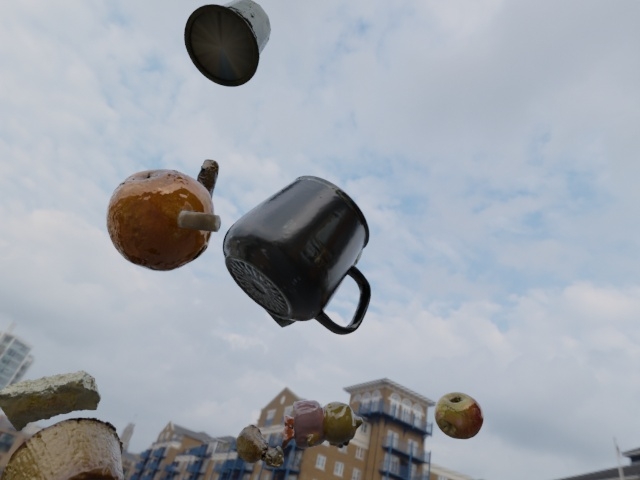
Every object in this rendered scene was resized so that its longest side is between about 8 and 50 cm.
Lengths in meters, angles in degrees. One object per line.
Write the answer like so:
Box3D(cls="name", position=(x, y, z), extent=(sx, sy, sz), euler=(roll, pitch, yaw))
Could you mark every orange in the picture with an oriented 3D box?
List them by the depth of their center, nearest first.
Box3D(cls="orange", position=(-0.372, -0.049, 0.987), extent=(0.246, 0.246, 0.246), euler=(10, -37, 8))

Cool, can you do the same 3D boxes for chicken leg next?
Box3D(cls="chicken leg", position=(-0.198, 0.678, 1.352), extent=(0.087, 0.107, 0.252), euler=(-9, -2, -36))

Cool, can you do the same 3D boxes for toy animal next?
Box3D(cls="toy animal", position=(0.008, 0.648, 1.474), extent=(0.282, 0.195, 0.168), euler=(5, -78, -1))

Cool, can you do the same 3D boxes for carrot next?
Box3D(cls="carrot", position=(-0.393, -0.165, 1.408), extent=(0.069, 0.228, 0.069), euler=(8, -15, 2))

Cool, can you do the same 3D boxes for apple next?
Box3D(cls="apple", position=(0.428, 0.544, 1.285), extent=(0.147, 0.146, 0.146), euler=(10, -37, 8))

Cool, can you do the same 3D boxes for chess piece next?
Box3D(cls="chess piece", position=(-0.238, -0.038, 0.819), extent=(0.084, 0.038, 0.083), euler=(9, -2, 0))

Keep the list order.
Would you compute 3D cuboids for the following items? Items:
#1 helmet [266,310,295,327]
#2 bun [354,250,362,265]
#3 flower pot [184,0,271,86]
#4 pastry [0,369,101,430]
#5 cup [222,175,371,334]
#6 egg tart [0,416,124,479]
Box3D(cls="helmet", position=(-0.111, 0.224, 1.514), extent=(0.107, 0.176, 0.153), euler=(-13, -48, 31))
Box3D(cls="bun", position=(0.000, 0.000, 1.453), extent=(0.294, 0.293, 0.187), euler=(-6, -36, 27))
Box3D(cls="flower pot", position=(-0.232, -0.570, 1.151), extent=(0.213, 0.202, 0.212), euler=(13, -40, 12))
Box3D(cls="pastry", position=(-0.670, 0.390, 1.041), extent=(0.259, 0.089, 0.121), euler=(-17, -58, 4))
Box3D(cls="cup", position=(-0.013, 0.027, 0.592), extent=(0.223, 0.176, 0.169), euler=(44, -31, -7))
Box3D(cls="egg tart", position=(-0.472, 0.465, 0.791), extent=(0.171, 0.215, 0.215), euler=(14, -28, 47))
